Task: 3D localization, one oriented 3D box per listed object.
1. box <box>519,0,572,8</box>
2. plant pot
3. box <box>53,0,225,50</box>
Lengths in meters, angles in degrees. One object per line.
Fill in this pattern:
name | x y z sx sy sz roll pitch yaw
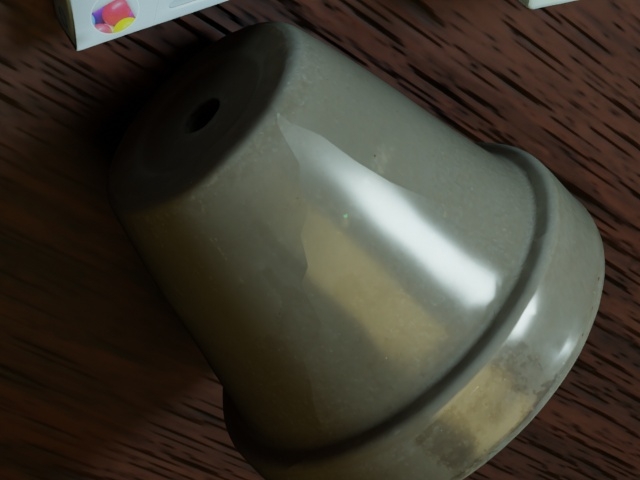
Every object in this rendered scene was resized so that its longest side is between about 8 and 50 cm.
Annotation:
box | 0.158 -0.277 1.122 0.113 0.094 0.275 -13 132 -22
plant pot | 0.000 0.000 1.174 0.263 0.263 0.229 -42 119 6
box | -0.086 -0.207 1.071 0.145 0.038 0.186 -21 134 -14
